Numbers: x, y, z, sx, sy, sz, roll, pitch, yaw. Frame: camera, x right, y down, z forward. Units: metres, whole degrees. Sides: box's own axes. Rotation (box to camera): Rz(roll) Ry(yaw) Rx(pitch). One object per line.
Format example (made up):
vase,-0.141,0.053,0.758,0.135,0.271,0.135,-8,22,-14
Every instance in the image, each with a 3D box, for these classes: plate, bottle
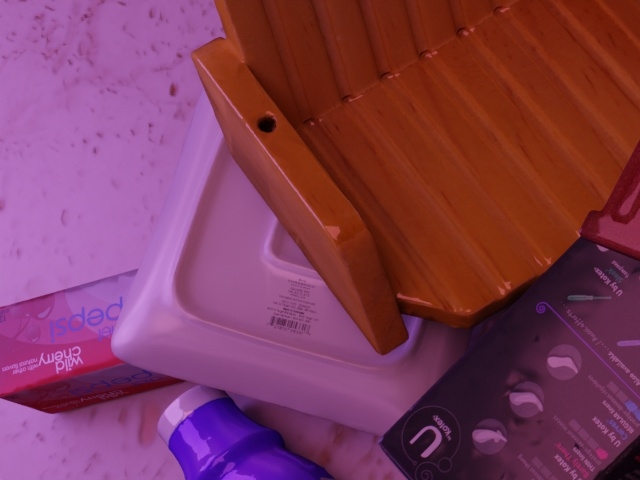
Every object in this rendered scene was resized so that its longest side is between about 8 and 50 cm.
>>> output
plate,0.000,0.000,1.443,0.277,0.045,0.278,16,70,7
bottle,-0.028,0.236,1.437,0.118,0.092,0.283,-48,62,13

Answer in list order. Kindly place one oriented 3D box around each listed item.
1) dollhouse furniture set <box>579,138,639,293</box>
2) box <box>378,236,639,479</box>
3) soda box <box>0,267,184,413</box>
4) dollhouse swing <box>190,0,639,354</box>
dollhouse furniture set,0.336,-0.110,1.132,0.152,0.201,0.374,28,86,25
box,0.202,0.115,1.324,0.270,0.165,0.143,-46,64,6
soda box,-0.147,0.076,1.537,0.263,0.092,0.083,-16,68,20
dollhouse swing,0.104,-0.170,1.313,0.347,0.305,0.315,-30,63,-12
